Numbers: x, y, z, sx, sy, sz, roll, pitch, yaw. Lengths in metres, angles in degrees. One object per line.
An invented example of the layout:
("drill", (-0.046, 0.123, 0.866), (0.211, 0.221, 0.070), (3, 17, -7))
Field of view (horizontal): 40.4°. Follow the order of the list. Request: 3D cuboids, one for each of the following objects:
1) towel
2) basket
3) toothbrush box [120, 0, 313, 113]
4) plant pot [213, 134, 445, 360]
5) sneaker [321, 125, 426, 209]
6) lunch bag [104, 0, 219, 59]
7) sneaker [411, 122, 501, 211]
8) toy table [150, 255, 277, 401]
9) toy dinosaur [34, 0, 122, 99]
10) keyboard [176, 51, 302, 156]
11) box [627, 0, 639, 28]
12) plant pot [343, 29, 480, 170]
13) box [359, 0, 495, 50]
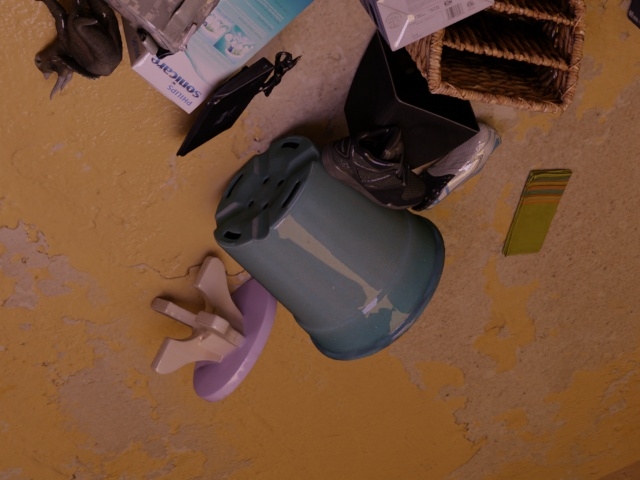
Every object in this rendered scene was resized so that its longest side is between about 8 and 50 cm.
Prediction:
("towel", (0.485, -0.059, 1.954), (0.102, 0.021, 0.237), (-3, 131, -16))
("basket", (0.307, -0.370, 1.476), (0.299, 0.223, 0.213), (6, 127, -24))
("toothbrush box", (-0.153, -0.371, 1.312), (0.295, 0.216, 0.126), (-39, 131, 17))
("plant pot", (0.000, 0.000, 1.640), (0.341, 0.341, 0.334), (-40, 124, 16))
("sneaker", (0.125, -0.125, 1.513), (0.227, 0.087, 0.130), (27, 149, -35))
("lunch bag", (-0.188, -0.418, 1.123), (0.305, 0.256, 0.212), (-49, 151, 6))
("sneaker", (0.274, -0.139, 1.766), (0.086, 0.085, 0.237), (19, 125, -41))
("toy table", (-0.222, 0.173, 1.771), (0.252, 0.274, 0.161), (-7, 147, 46))
("toy dinosaur", (-0.344, -0.309, 1.308), (0.121, 0.313, 0.160), (-32, 114, -27))
("keyboard", (-0.138, -0.232, 1.432), (0.201, 0.317, 0.033), (-35, 93, -21))
("box", (0.684, -0.486, 1.548), (0.143, 0.165, 0.270), (-6, 131, -15))
("plant pot", (0.147, -0.235, 1.577), (0.188, 0.187, 0.167), (15, 137, -30))
("box", (0.127, -0.421, 1.318), (0.169, 0.290, 0.087), (-24, 132, 4))
